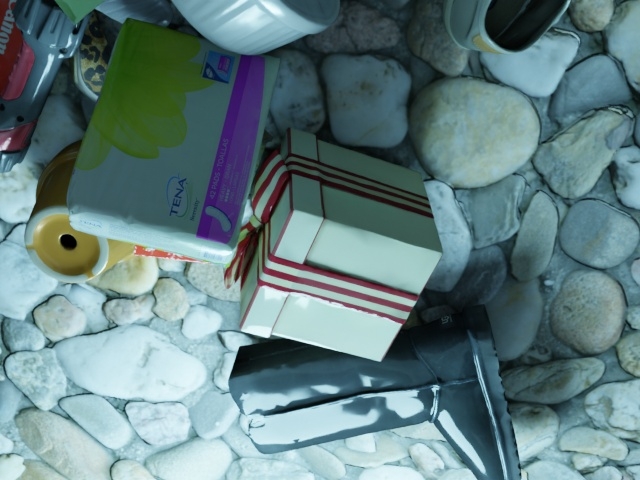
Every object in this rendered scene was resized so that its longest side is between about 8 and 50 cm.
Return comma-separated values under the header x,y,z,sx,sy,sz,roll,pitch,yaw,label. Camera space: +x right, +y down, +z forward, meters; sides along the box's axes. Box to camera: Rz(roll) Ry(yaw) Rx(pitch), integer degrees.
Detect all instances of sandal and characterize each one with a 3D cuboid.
x,y,z,sx,sy,sz,roll,pitch,yaw,label
-0.329,-0.385,1.166,0.265,0.076,0.102,26,141,-22,sandal

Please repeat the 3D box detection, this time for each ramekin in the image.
x,y,z,sx,sy,sz,roll,pitch,yaw,label
-0.103,-0.364,1.066,0.127,0.273,0.273,-27,111,30,ramekin

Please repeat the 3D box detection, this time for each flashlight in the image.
x,y,z,sx,sy,sz,roll,pitch,yaw,label
-0.438,-0.238,1.198,0.103,0.103,0.304,53,128,25,flashlight

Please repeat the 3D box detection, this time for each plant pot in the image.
x,y,z,sx,sy,sz,roll,pitch,yaw,label
-0.360,-0.033,1.283,0.205,0.188,0.205,2,116,4,plant pot

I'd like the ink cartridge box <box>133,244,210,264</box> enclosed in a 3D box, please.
x,y,z,sx,sy,sz,roll,pitch,yaw,label
-0.199,-0.028,1.227,0.145,0.045,0.179,7,125,-14,ink cartridge box

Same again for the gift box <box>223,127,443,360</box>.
x,y,z,sx,sy,sz,roll,pitch,yaw,label
0.000,0.000,1.238,0.258,0.276,0.255,16,118,-16,gift box

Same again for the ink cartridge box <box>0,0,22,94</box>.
x,y,z,sx,sy,sz,roll,pitch,yaw,label
-0.510,-0.332,1.224,0.239,0.060,0.275,27,115,-7,ink cartridge box

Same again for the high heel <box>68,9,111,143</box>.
x,y,z,sx,sy,sz,roll,pitch,yaw,label
-0.279,-0.250,1.253,0.186,0.093,0.261,-9,100,-21,high heel

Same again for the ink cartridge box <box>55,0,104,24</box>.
x,y,z,sx,sy,sz,roll,pitch,yaw,label
-0.331,-0.415,1.032,0.171,0.056,0.235,-35,102,11,ink cartridge box

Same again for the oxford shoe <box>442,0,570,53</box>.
x,y,z,sx,sy,sz,roll,pitch,yaw,label
0.310,-0.425,1.038,0.169,0.130,0.449,10,123,-31,oxford shoe

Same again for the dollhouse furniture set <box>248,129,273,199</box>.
x,y,z,sx,sy,sz,roll,pitch,yaw,label
-0.159,-0.158,1.208,0.161,0.101,0.182,-2,125,-40,dollhouse furniture set

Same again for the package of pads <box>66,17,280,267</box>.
x,y,z,sx,sy,sz,roll,pitch,yaw,label
-0.197,-0.133,1.111,0.229,0.101,0.296,13,74,-8,package of pads

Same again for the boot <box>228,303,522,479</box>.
x,y,z,sx,sy,sz,roll,pitch,yaw,label
0.099,0.318,1.431,0.445,0.146,0.367,-13,104,7,boot
